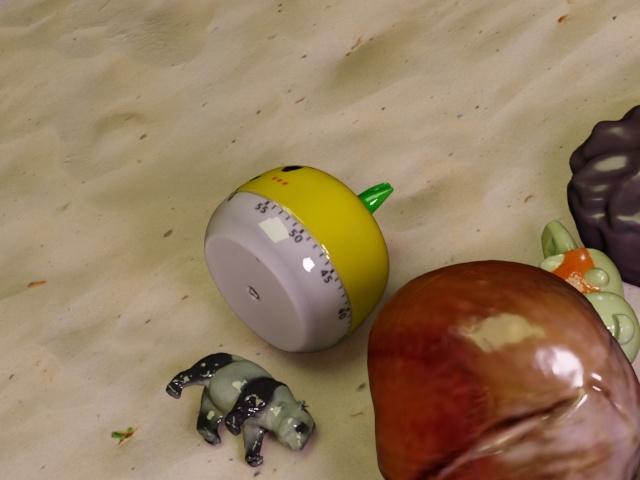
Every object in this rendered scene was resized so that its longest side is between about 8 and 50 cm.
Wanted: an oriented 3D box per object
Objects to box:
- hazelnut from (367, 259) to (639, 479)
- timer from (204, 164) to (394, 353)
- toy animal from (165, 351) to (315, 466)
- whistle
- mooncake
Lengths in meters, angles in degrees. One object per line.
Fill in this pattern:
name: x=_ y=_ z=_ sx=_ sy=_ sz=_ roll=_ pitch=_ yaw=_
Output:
hazelnut: x=0.221 y=0.192 z=1.971 sx=0.372 sy=0.372 sz=0.315 roll=18 pitch=36 yaw=42
timer: x=0.000 y=0.000 z=2.363 sx=0.285 sy=0.285 sz=0.285 roll=-17 pitch=42 yaw=16
toy animal: x=-0.101 y=0.232 z=2.312 sx=0.121 sy=0.094 sz=0.225 roll=-40 pitch=39 yaw=-24
whistle: x=0.340 y=0.079 z=2.172 sx=0.106 sy=0.131 sz=0.288 roll=1 pitch=40 yaw=-18
mooncake: x=0.472 y=-0.074 z=2.239 sx=0.283 sy=0.141 sz=0.283 roll=-15 pitch=45 yaw=15
